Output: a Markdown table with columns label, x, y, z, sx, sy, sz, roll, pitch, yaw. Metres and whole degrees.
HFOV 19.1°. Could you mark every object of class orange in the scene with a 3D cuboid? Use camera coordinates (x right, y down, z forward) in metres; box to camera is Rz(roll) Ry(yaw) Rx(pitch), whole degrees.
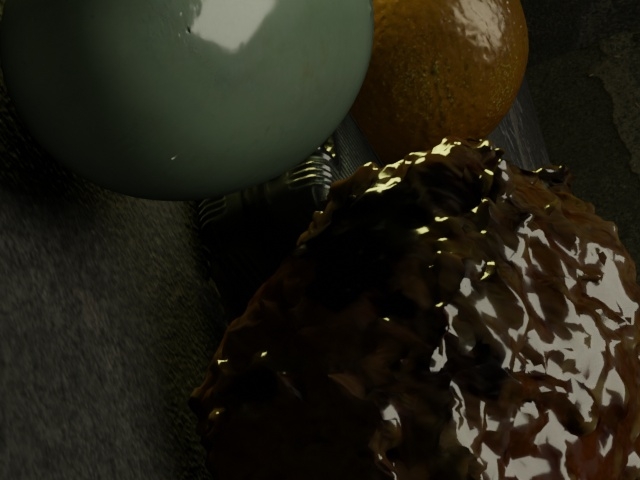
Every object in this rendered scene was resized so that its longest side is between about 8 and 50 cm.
| label | x | y | z | sx | sy | sz | roll | pitch | yaw |
| --- | --- | --- | --- | --- | --- | --- | --- | --- | --- |
| orange | 0.089 | -0.211 | 2.026 | 0.274 | 0.274 | 0.274 | -20 | 90 | -77 |

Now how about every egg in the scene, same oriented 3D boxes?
| label | x | y | z | sx | sy | sz | roll | pitch | yaw |
| --- | --- | --- | --- | --- | --- | --- | --- | --- | --- |
| egg | -0.087 | -0.141 | 1.266 | 0.230 | 0.230 | 0.371 | 68 | 18 | -6 |

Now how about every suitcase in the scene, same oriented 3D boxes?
| label | x | y | z | sx | sy | sz | roll | pitch | yaw |
| --- | --- | --- | --- | --- | --- | --- | --- | --- | --- |
| suitcase | 0.000 | 0.000 | 1.627 | 0.312 | 0.128 | 0.202 | 56 | 19 | -46 |

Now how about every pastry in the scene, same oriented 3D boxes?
| label | x | y | z | sx | sy | sz | roll | pitch | yaw |
| --- | --- | --- | --- | --- | --- | --- | --- | --- | --- |
| pastry | 0.080 | 0.126 | 1.379 | 0.337 | 0.292 | 0.405 | 17 | 71 | -46 |
